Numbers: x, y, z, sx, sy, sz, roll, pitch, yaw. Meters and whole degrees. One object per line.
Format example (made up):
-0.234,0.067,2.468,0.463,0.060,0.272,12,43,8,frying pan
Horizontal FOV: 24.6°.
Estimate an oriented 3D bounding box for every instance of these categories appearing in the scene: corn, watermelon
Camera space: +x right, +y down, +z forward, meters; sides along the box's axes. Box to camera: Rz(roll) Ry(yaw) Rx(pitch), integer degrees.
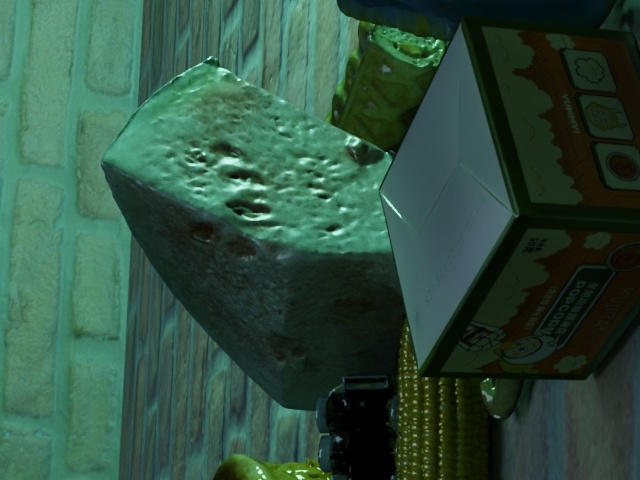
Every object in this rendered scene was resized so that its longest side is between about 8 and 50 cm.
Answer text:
0.104,0.174,1.247,0.081,0.081,0.249,152,121,-71,corn
0.000,0.000,1.332,0.228,0.387,0.258,-53,25,-22,watermelon

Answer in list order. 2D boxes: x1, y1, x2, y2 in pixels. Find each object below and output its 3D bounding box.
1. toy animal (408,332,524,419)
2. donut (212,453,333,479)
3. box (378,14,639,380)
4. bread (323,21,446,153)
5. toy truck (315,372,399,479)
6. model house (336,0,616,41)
0.136,0.025,1.195,0.101,0.103,0.219,-36,46,47,toy animal
-0.043,0.396,1.568,0.330,0.159,0.330,-173,90,-68,donut
0.149,-0.024,1.032,0.195,0.148,0.178,115,151,-49,box
0.051,-0.124,1.513,0.087,0.098,0.269,-47,-13,-41,bread
0.055,0.212,1.344,0.116,0.085,0.191,-18,-77,-72,toy truck
0.081,-0.255,1.105,0.216,0.303,0.237,-66,26,4,model house
